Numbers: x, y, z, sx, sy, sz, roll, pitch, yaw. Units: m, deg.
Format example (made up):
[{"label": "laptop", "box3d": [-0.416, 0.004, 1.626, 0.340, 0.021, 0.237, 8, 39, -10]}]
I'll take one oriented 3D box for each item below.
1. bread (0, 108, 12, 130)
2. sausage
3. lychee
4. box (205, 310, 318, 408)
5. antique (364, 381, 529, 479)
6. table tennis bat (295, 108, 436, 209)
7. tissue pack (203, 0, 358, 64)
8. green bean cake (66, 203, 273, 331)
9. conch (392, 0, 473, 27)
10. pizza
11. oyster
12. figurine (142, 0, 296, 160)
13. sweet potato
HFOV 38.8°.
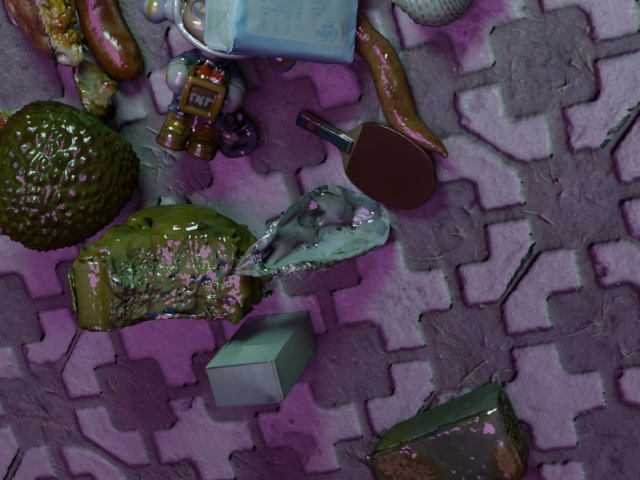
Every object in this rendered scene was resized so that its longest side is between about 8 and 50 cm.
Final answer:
[{"label": "bread", "box3d": [-0.610, -0.191, 1.769, 0.090, 0.035, 0.094, 44, 113, -2]}, {"label": "sausage", "box3d": [-0.386, -0.431, 1.608, 0.103, 0.076, 0.302, -2, 107, 20]}, {"label": "lychee", "box3d": [-0.455, -0.134, 1.623, 0.320, 0.270, 0.270, -42, 94, -21]}, {"label": "box", "box3d": [-0.101, 0.214, 1.654, 0.129, 0.225, 0.086, -8, 105, 18]}, {"label": "antique", "box3d": [0.224, 0.380, 1.671, 0.284, 0.125, 0.150, -20, 100, 20]}, {"label": "table tennis bat", "box3d": [0.077, -0.150, 1.579, 0.274, 0.021, 0.154, 31, 134, 11]}, {"label": "tissue pack", "box3d": [-0.057, -0.368, 1.399, 0.089, 0.263, 0.177, 12, 103, 42]}, {"label": "green bean cake", "box3d": [-0.263, 0.046, 1.617, 0.310, 0.285, 0.202, 0, 102, 14]}, {"label": "conch", "box3d": [0.189, -0.408, 1.443, 0.153, 0.102, 0.135, -15, 92, -14]}, {"label": "pizza", "box3d": [-0.503, -0.434, 1.612, 0.305, 0.086, 0.161, 57, 149, 12]}, {"label": "oyster", "box3d": [0.001, -0.001, 1.568, 0.199, 0.252, 0.087, 33, 156, -7]}, {"label": "figurine", "box3d": [-0.177, -0.324, 1.520, 0.261, 0.186, 0.382, 15, 110, -16]}, {"label": "sweet potato", "box3d": [0.123, -0.253, 1.533, 0.067, 0.059, 0.281, -27, 99, 10]}]
